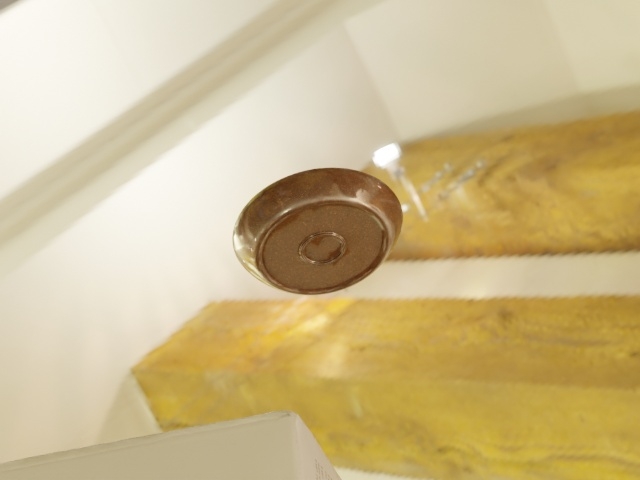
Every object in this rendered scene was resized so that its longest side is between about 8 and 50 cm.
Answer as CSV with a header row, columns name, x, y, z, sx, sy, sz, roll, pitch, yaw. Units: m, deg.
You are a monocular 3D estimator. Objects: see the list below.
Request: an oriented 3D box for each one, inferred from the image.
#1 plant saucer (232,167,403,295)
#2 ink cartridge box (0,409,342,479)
name,x,y,z,sx,sy,sz,roll,pitch,yaw
plant saucer,0.000,0.000,1.247,0.168,0.168,0.029,-23,-132,11
ink cartridge box,-0.061,0.236,0.622,0.197,0.270,0.198,-12,-122,9
